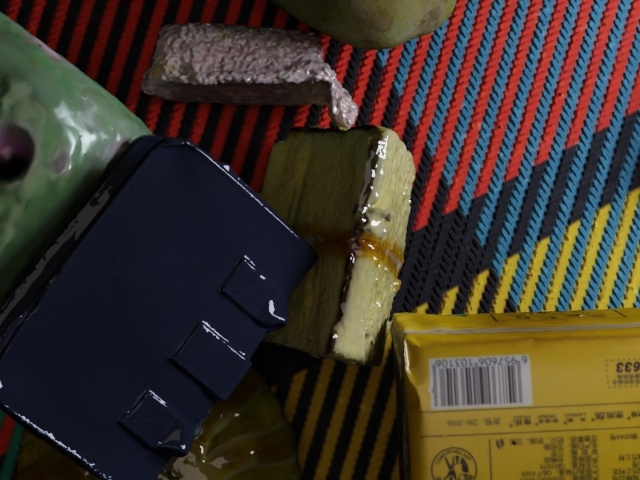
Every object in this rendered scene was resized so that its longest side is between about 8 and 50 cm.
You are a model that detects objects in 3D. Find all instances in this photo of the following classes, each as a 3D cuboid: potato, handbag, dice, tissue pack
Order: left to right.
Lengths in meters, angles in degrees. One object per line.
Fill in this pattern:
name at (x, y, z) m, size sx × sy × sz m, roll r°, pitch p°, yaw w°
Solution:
dice at (-0.392, -0.085, 1.392) m, size 0.322 × 0.330 × 0.318 m, roll 36°, pitch 88°, yaw 6°
handbag at (-0.167, 0.083, 1.292) m, size 0.269 × 0.118 × 0.326 m, roll 43°, pitch 76°, yaw -24°
potato at (0.012, -0.362, 1.459) m, size 0.351 × 0.202 × 0.218 m, roll 35°, pitch 101°, yaw 17°
tissue pack at (0.274, 0.223, 1.390) m, size 0.382 × 0.228 × 0.293 m, roll -3°, pitch 91°, yaw 2°

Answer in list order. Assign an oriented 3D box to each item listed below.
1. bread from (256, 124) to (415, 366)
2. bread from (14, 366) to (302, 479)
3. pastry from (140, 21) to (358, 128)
bread at (0.000, 0.000, 1.413) m, size 0.198 × 0.236 × 0.263 m, roll 10°, pitch 87°, yaw 3°
bread at (-0.194, 0.262, 1.448) m, size 0.333 × 0.160 × 0.333 m, roll 0°, pitch 84°, yaw 2°
pastry at (-0.079, -0.203, 1.494) m, size 0.265 × 0.103 × 0.112 m, roll 11°, pitch 82°, yaw 5°
